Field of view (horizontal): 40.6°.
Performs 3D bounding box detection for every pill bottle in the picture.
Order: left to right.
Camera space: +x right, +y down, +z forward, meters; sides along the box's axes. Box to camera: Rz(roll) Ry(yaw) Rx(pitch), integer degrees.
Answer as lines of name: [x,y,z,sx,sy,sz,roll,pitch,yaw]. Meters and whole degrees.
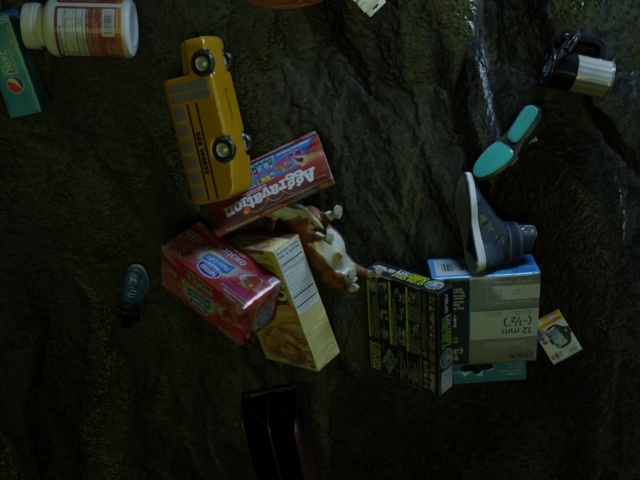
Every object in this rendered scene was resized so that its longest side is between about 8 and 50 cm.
pill bottle: [-0.485,-0.431,1.746,0.216,0.121,0.121,1,113,-1]

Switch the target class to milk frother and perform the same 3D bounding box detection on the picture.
milk frother: [0.543,-0.363,1.783,0.134,0.143,0.129,10,106,-3]

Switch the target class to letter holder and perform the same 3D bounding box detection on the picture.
letter holder: [-0.094,0.544,2.125,0.152,0.214,0.302,-10,113,3]

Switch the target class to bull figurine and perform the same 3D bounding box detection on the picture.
bull figurine: [0.000,0.000,1.929,0.101,0.188,0.310,-51,119,-21]

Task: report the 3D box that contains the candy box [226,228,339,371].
candy box: [-0.089,0.134,1.965,0.182,0.087,0.317,5,123,45]

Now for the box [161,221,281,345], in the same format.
box: [-0.222,0.092,1.896,0.257,0.122,0.128,35,139,23]

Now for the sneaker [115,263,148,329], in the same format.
sneaker: [-0.439,0.136,2.011,0.058,0.085,0.152,14,112,-7]

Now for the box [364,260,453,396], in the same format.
box: [0.204,0.203,1.997,0.216,0.060,0.270,17,121,41]

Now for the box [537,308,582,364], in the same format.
box: [0.578,0.241,2.109,0.081,0.028,0.136,-31,109,12]

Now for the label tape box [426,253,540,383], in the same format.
label tape box: [0.382,0.214,2.047,0.249,0.115,0.348,-3,112,1]

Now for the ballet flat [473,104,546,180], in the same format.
ballet flat: [0.421,-0.204,1.893,0.074,0.074,0.203,36,103,-15]

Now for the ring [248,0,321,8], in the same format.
ring: [-0.067,-0.585,1.661,0.336,0.032,0.337,-4,138,-3]

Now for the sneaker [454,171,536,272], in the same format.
sneaker: [0.396,-0.053,1.952,0.163,0.086,0.226,-11,96,-14]

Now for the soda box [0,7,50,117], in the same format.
soda box: [-0.638,-0.369,1.798,0.071,0.067,0.210,-11,113,4]

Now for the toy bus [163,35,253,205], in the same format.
toy bus: [-0.234,-0.251,1.806,0.130,0.108,0.333,-10,100,20]

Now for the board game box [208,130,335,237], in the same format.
board game box: [-0.116,-0.124,1.879,0.281,0.145,0.027,-24,145,9]

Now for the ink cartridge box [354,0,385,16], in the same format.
ink cartridge box: [0.092,-0.503,1.775,0.048,0.028,0.083,-42,108,16]
